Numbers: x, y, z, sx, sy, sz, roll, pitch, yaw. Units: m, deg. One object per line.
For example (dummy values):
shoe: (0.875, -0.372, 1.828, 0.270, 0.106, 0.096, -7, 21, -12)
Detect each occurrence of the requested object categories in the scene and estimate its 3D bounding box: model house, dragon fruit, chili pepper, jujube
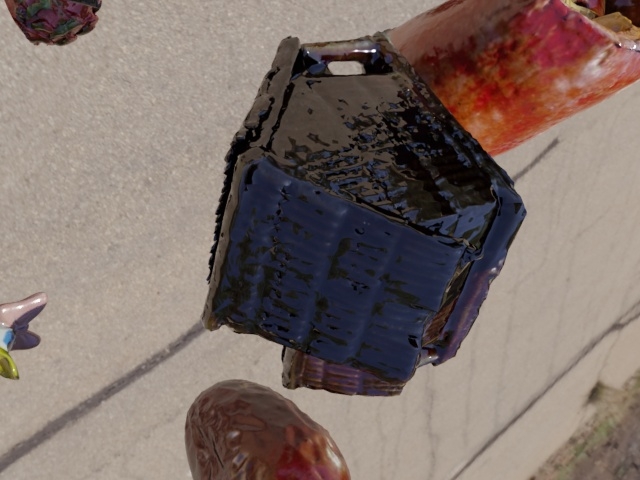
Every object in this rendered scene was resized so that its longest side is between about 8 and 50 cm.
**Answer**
model house: (0.000, 0.000, 0.541, 0.282, 0.297, 0.317, -23, 144, -38)
dragon fruit: (-0.535, -0.484, 1.121, 0.171, 0.160, 0.167, -25, 135, -10)
chili pepper: (0.216, -0.225, 0.648, 0.251, 0.229, 0.305, -1, 162, -36)
jujube: (-0.091, 0.345, 0.844, 0.223, 0.318, 0.223, -16, 119, -31)

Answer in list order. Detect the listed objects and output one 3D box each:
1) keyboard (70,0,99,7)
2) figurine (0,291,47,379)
keyboard: (-0.496, -0.464, 0.989, 0.064, 0.197, 0.010, 107, -3, -59)
figurine: (-0.646, 0.207, 0.893, 0.420, 0.193, 0.154, -9, 137, -45)
